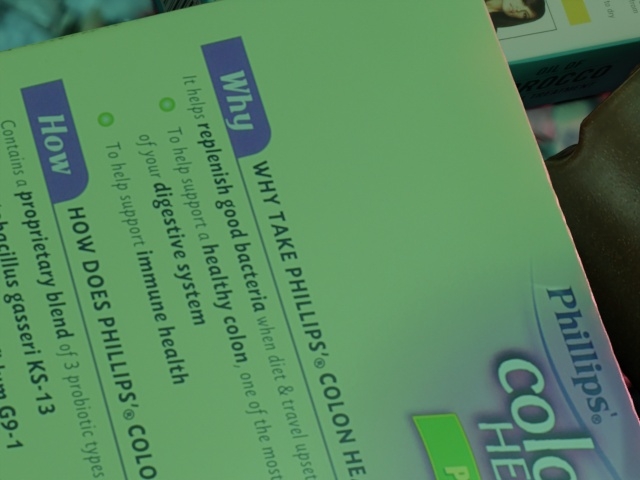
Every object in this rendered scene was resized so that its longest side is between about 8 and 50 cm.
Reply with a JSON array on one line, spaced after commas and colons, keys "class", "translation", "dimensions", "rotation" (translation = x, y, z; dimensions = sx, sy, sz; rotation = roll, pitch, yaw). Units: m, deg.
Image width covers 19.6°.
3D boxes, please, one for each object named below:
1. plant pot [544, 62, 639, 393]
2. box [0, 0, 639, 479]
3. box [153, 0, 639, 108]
[{"class": "plant pot", "translation": [0.167, 0.008, 0.674], "dimensions": [0.167, 0.167, 0.165], "rotation": [-37, 80, -26]}, {"class": "box", "translation": [-0.043, 0.053, 0.565], "dimensions": [0.243, 0.117, 0.213], "rotation": [-15, 70, -9]}, {"class": "box", "translation": [0.061, -0.104, 0.726], "dimensions": [0.244, 0.060, 0.100], "rotation": [-12, 75, -22]}]
